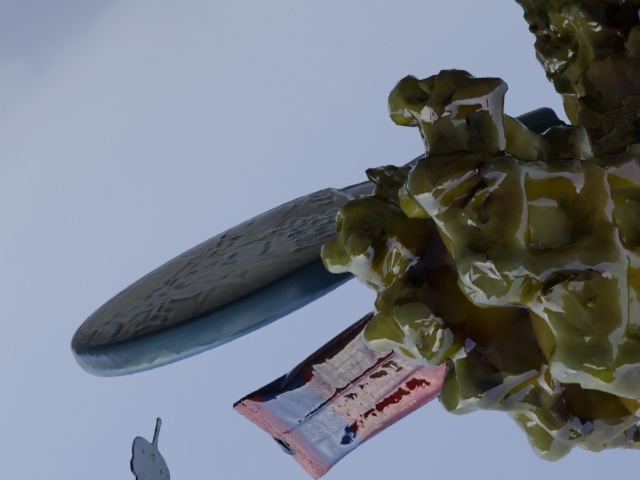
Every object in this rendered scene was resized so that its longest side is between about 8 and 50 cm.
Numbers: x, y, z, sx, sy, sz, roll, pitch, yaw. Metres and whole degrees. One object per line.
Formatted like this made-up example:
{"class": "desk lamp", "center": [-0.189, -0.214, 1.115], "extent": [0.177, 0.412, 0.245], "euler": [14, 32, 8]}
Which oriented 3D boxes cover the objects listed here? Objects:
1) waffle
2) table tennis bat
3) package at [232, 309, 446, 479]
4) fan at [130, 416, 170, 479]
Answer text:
{"class": "waffle", "center": [0.165, -0.036, 0.940], "extent": [0.324, 0.261, 0.151], "euler": [-50, -171, -33]}
{"class": "table tennis bat", "center": [0.000, 0.000, 1.064], "extent": [0.329, 0.044, 0.215], "euler": [-25, -169, -6]}
{"class": "package", "center": [0.024, 0.099, 1.183], "extent": [0.200, 0.083, 0.022], "euler": [-38, -170, 42]}
{"class": "fan", "center": [-0.135, 0.173, 1.409], "extent": [0.004, 0.056, 0.083], "euler": [-20, -142, 20]}
